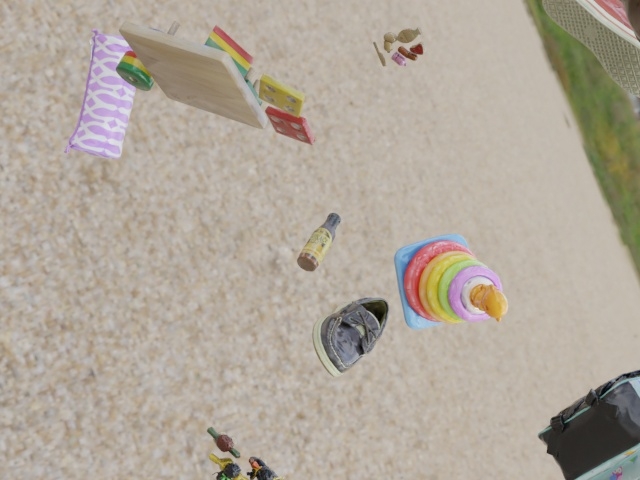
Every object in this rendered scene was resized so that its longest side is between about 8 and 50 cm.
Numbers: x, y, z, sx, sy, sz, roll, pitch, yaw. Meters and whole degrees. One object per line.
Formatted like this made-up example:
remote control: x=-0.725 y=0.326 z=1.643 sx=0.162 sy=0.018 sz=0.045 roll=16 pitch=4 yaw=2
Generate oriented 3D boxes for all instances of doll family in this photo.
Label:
doll family: x=-0.108 y=0.366 z=1.485 sx=0.193 sy=0.076 sz=0.111 roll=32 pitch=-12 yaw=-1

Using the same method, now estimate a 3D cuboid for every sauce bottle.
sauce bottle: x=0.000 y=0.000 z=1.739 sx=0.042 sy=0.042 sz=0.128 roll=58 pitch=44 yaw=-31

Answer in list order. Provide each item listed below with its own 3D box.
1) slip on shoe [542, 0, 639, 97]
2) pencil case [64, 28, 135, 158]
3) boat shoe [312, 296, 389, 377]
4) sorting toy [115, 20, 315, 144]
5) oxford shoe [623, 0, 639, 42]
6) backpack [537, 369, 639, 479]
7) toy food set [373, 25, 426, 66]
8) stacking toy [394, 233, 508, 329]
slip on shoe: x=0.583 y=-0.400 z=1.876 sx=0.331 sy=0.123 sz=0.101 roll=43 pitch=64 yaw=1
pencil case: x=-0.340 y=-0.230 z=1.523 sx=0.088 sy=0.086 sz=0.206 roll=12 pitch=87 yaw=-30
boat shoe: x=0.033 y=0.085 z=0.939 sx=0.056 sy=0.049 sz=0.152 roll=58 pitch=19 yaw=-8
sorting toy: x=-0.116 y=-0.182 z=1.010 sx=0.046 sy=0.275 sz=0.132 roll=-62 pitch=155 yaw=-15
oxford shoe: x=0.426 y=-0.357 z=1.297 sx=0.096 sy=0.083 sz=0.227 roll=20 pitch=54 yaw=-33
backpack: x=0.402 y=0.244 z=1.229 sx=0.188 sy=0.166 sz=0.144 roll=-15 pitch=62 yaw=-46
toy food set: x=0.165 y=-0.384 z=1.914 sx=0.019 sy=0.122 sz=0.077 roll=-45 pitch=119 yaw=-37
stacking toy: x=0.269 y=0.092 z=1.778 sx=0.302 sy=0.166 sz=0.175 roll=-162 pitch=-121 yaw=-72
